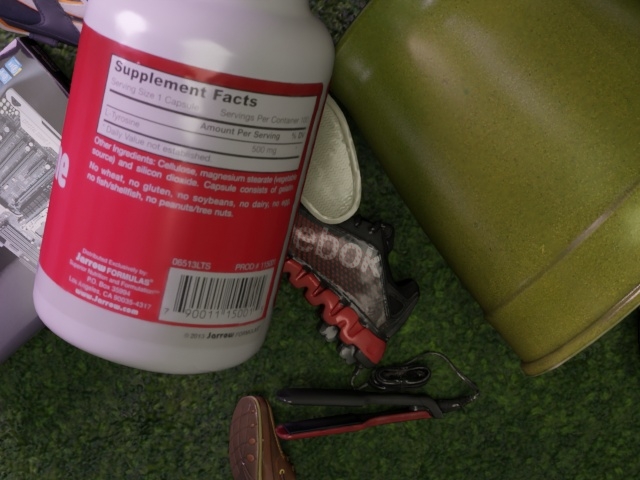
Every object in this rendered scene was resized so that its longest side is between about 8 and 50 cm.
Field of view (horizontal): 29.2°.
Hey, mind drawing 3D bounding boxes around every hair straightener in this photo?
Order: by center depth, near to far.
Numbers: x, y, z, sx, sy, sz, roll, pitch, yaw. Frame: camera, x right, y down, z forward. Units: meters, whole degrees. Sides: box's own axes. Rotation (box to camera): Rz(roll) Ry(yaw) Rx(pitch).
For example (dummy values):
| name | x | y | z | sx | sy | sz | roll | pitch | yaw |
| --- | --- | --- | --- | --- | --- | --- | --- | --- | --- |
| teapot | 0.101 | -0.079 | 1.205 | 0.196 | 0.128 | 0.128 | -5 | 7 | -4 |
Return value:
| name | x | y | z | sx | sy | sz | roll | pitch | yaw |
| --- | --- | --- | --- | --- | --- | --- | --- | --- | --- |
| hair straightener | 0.063 | 0.164 | 1.352 | 0.230 | 0.047 | 0.089 | -3 | 100 | -9 |

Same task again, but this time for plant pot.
| name | x | y | z | sx | sy | sz | roll | pitch | yaw |
| --- | --- | --- | --- | --- | --- | --- | --- | --- | --- |
| plant pot | 0.201 | -0.123 | 1.181 | 0.353 | 0.366 | 0.366 | 44 | 97 | 2 |

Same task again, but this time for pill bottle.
| name | x | y | z | sx | sy | sz | roll | pitch | yaw |
| --- | --- | --- | --- | --- | --- | --- | --- | --- | --- |
| pill bottle | -0.117 | -0.105 | 1.121 | 0.229 | 0.229 | 0.408 | 13 | 107 | -4 |

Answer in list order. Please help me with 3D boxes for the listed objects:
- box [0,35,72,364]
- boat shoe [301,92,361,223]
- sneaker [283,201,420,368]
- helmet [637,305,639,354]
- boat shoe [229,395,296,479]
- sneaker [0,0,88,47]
| name | x | y | z | sx | sy | sz | roll | pitch | yaw |
| --- | --- | --- | --- | --- | --- | --- | --- | --- | --- |
| box | -0.343 | -0.024 | 1.296 | 0.307 | 0.076 | 0.242 | -39 | 100 | 5 |
| boat shoe | -0.016 | -0.127 | 1.259 | 0.084 | 0.079 | 0.233 | -27 | 83 | 12 |
| sneaker | 0.000 | 0.000 | 1.305 | 0.135 | 0.097 | 0.276 | -42 | 95 | -2 |
| helmet | 0.419 | 0.106 | 1.314 | 0.169 | 0.169 | 0.162 | -2 | 84 | -2 |
| boat shoe | -0.061 | 0.259 | 1.376 | 0.060 | 0.064 | 0.178 | -7 | 94 | -34 |
| sneaker | -0.240 | -0.255 | 1.234 | 0.321 | 0.126 | 0.127 | 34 | 140 | -30 |
